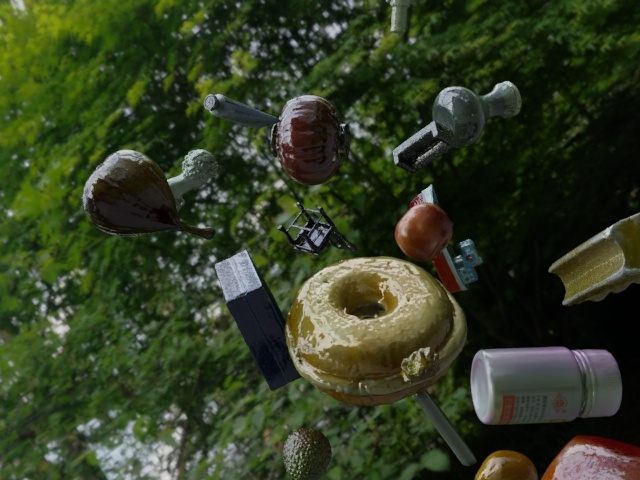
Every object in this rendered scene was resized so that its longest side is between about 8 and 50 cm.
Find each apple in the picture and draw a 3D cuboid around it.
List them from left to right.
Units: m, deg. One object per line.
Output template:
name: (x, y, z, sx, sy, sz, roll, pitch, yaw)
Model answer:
apple: (0.282, -0.021, 2.035, 0.163, 0.139, 0.163, -42, -10, -9)

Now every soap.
soap: (0.797, 0.040, 1.950, 0.293, 0.156, 0.335, -16, -15, -13)

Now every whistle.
whistle: (0.237, -0.741, 2.205, 0.067, 0.126, 0.258, -90, 4, -80)

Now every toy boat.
toy boat: (0.381, -0.008, 2.251, 0.133, 0.332, 0.145, -26, -10, 14)

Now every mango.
mango: (0.470, 0.602, 1.903, 0.217, 0.141, 0.102, -5, -36, -43)

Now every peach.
peach: (0.494, 0.476, 1.217, 0.307, 0.332, 0.308, -23, -28, -13)

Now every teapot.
teapot: (0.460, -0.381, 2.196, 0.250, 0.184, 0.183, -21, -21, -21)

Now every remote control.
remote control: (0.288, 0.433, 1.797, 0.038, 0.310, 0.090, -35, 30, 2)

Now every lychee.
lychee: (-0.031, 0.477, 1.676, 0.114, 0.114, 0.146, -49, 14, 32)

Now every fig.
fig: (-0.400, -0.083, 1.805, 0.217, 0.320, 0.217, -156, 90, -84)

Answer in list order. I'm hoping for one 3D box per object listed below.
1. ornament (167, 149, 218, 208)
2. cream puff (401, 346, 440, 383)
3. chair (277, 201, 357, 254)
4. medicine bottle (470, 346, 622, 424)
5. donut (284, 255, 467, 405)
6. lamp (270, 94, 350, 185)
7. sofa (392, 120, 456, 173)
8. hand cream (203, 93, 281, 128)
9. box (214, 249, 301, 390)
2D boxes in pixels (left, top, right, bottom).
ornament: (-0.466, -0.193, 2.554, 0.285, 0.120, 0.130, -46, 7, -2)
cream puff: (0.201, 0.255, 1.505, 0.083, 0.058, 0.083, -4, -61, -12)
chair: (0.000, 0.000, 2.135, 0.113, 0.106, 0.229, -55, -49, -18)
medicine bottle: (0.651, 0.420, 2.191, 0.388, 0.219, 0.219, -2, -22, -5)
donut: (0.125, 0.200, 1.759, 0.448, 0.448, 0.198, -32, -53, -28)
lamp: (-0.033, -0.335, 2.521, 0.256, 0.303, 0.303, 1, -10, 10)
sofa: (0.204, -0.183, 1.489, 0.060, 0.039, 0.118, 23, -43, -37)
hand cream: (-0.219, -0.347, 2.062, 0.091, 0.058, 0.271, -15, -12, 29)
box: (-0.158, 0.199, 1.933, 0.116, 0.279, 0.261, -26, 23, -4)
